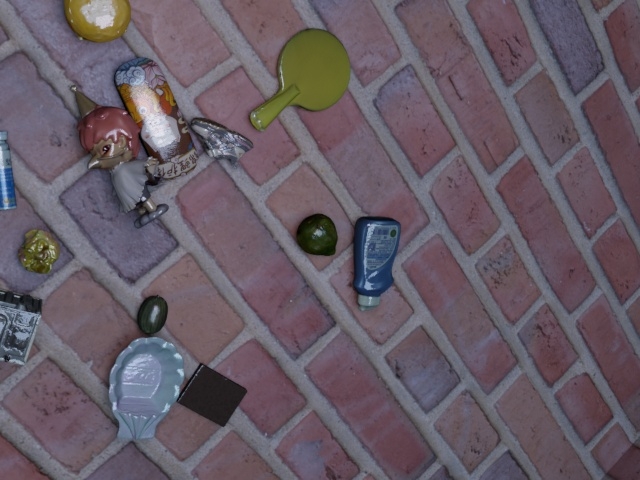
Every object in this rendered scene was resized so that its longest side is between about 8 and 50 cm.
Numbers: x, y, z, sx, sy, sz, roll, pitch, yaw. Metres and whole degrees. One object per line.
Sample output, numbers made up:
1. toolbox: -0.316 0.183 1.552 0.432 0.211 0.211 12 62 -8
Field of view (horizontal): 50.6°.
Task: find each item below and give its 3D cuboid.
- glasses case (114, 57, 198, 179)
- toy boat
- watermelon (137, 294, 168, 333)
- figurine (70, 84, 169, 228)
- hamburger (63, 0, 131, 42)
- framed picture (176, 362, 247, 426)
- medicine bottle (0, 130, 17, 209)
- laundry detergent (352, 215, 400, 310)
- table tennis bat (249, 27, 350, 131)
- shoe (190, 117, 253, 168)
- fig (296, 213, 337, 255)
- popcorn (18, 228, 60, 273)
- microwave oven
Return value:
1. glasses case: -0.423 -0.313 1.757 0.122 0.082 0.320 -28 109 -19
2. toy boat: -0.483 0.392 1.843 0.200 0.100 0.290 12 93 -25
3. watermelon: -0.454 0.199 1.836 0.078 0.078 0.110 17 91 -25
4. figurine: -0.511 -0.218 1.681 0.166 0.207 0.386 -36 102 -35
5. hamburger: -0.542 -0.556 1.645 0.162 0.115 0.161 -4 101 -21
6. framed picture: -0.315 0.450 1.969 0.168 0.023 0.127 36 83 -25
7. medicine bottle: -0.774 -0.169 1.644 0.051 0.051 0.191 -6 101 -23
8. laundry detergent: 0.163 0.073 2.086 0.143 0.094 0.289 1 102 -30
9. table tennis bat: -0.061 -0.440 1.918 0.368 0.054 0.224 -46 114 -15
10. shoe: -0.276 -0.265 1.836 0.180 0.089 0.092 23 101 -23
11. fig: 0.000 0.000 1.984 0.123 0.123 0.156 -40 124 -13
12. popcorn: -0.701 0.027 1.694 0.097 0.089 0.109 4 94 -36
13. microwave oven: -0.806 0.185 1.615 0.241 0.194 0.145 19 90 -23
